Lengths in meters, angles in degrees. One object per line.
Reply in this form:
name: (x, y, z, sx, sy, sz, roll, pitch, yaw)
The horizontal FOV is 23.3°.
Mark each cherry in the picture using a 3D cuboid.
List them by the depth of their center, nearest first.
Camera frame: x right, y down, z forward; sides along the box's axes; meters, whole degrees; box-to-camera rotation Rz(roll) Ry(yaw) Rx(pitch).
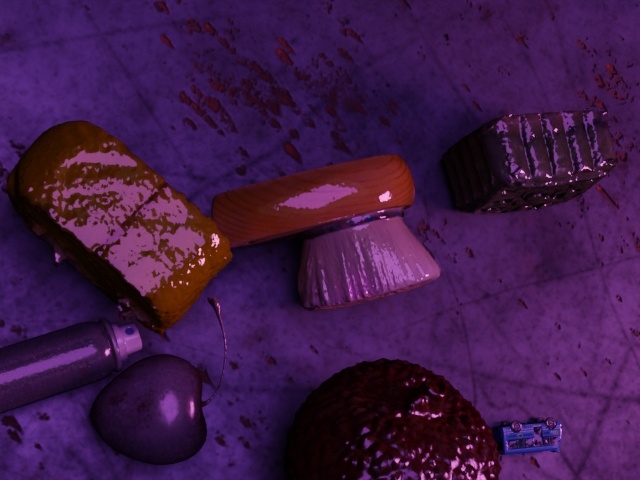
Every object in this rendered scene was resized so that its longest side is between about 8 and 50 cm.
cherry: (-0.197, 0.168, 1.813, 0.115, 0.148, 0.188, -2, 85, -61)

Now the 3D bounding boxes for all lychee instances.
lychee: (0.077, 0.268, 1.804, 0.260, 0.260, 0.261, 3, 78, -15)

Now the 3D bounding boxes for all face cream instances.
face cream: (-0.345, 0.154, 1.794, 0.283, 0.073, 0.073, -17, 84, -18)

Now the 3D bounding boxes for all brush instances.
brush: (0.000, 0.000, 1.865, 0.266, 0.174, 0.166, -10, 86, -25)

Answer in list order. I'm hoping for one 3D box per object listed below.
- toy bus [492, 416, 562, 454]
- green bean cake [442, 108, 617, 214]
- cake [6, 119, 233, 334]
toy bus: (0.263, 0.248, 1.959, 0.083, 0.038, 0.046, -3, 84, -14)
green bean cake: (0.264, -0.095, 1.962, 0.181, 0.173, 0.094, -7, 79, -19)
cake: (-0.241, -0.016, 1.805, 0.260, 0.179, 0.156, 42, 71, 0)
